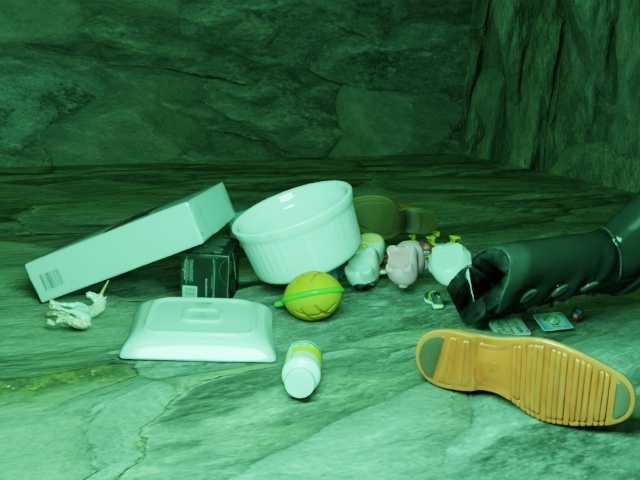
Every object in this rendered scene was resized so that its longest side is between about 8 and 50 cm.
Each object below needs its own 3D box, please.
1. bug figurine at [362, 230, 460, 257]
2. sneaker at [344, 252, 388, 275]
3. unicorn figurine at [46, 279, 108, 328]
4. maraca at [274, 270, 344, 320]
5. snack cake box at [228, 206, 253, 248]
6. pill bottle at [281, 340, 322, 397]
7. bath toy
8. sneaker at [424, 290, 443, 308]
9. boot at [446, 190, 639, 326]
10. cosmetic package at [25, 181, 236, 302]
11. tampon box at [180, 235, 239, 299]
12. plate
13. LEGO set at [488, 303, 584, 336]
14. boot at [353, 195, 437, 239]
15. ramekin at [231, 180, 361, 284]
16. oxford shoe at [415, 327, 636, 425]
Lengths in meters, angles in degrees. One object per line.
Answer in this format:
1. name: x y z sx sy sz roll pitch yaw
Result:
1. bug figurine: 0.222 0.020 2.202 0.279 0.072 0.216 -1 8 1
2. sneaker: 0.070 0.021 2.064 0.279 0.118 0.107 10 16 25
3. unicorn figurine: -0.471 0.136 1.620 0.111 0.060 0.162 9 26 -19
4. maraca: -0.023 0.117 1.715 0.127 0.099 0.185 -2 -11 -24
5. snack cake box: -0.099 -0.049 2.274 0.264 0.089 0.152 -18 22 -29
6. pill bottle: -0.030 0.213 1.374 0.065 0.065 0.116 4 14 3
7. bath toy: 0.179 0.056 1.905 0.348 0.151 0.129 1 -33 23
8. sneaker: 0.255 0.125 1.856 0.031 0.035 0.083 0 14 -16
9. boot: 0.506 0.005 1.628 0.445 0.367 0.146 -4 47 -26
10. cosmetic package: -0.396 -0.003 1.798 0.377 0.097 0.284 -20 7 11
11. tampon box: -0.236 0.066 1.802 0.101 0.120 0.161 4 13 2
12. plate: -0.226 0.160 1.590 0.277 0.045 0.278 1 14 -5
13. LEGO set: 0.433 0.145 1.774 0.244 0.060 0.182 -4 40 -23
14. boot: 0.136 -0.069 2.172 0.283 0.109 0.220 -2 8 -32
15. ramekin: -0.044 -0.016 1.836 0.277 0.135 0.277 -18 18 6
16. oxford shoe: 0.345 0.206 1.376 0.363 0.130 0.132 14 11 35
